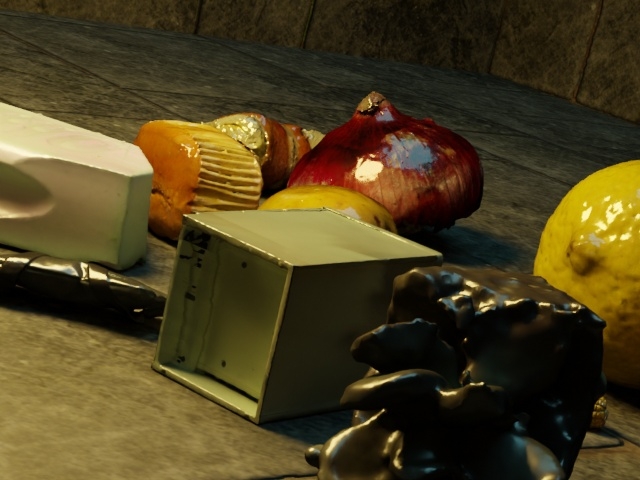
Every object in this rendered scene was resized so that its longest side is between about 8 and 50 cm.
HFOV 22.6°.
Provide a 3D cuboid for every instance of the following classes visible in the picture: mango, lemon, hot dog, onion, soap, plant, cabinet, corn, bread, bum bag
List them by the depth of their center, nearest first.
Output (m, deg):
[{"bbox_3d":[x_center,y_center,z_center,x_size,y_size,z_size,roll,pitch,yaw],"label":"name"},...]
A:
[{"bbox_3d":[0.119,0.117,1.239,0.199,0.188,0.276,16,13,16],"label":"plant"},{"bbox_3d":[-0.024,0.061,1.431,0.150,0.145,0.206,24,17,37],"label":"cabinet"},{"bbox_3d":[-0.235,0.045,1.514,0.198,0.049,0.087,13,-11,0],"label":"bum bag"},{"bbox_3d":[0.231,0.153,1.534,0.092,0.037,0.037,14,13,14],"label":"corn"},{"bbox_3d":[0.351,0.037,1.676,0.267,0.267,0.267,13,13,-3],"label":"lemon"},{"bbox_3d":[0.000,0.000,1.755,0.167,0.130,0.262,7,8,-7],"label":"mango"},{"bbox_3d":[-0.337,-0.074,1.755,0.347,0.115,0.208,18,14,19],"label":"soap"},{"bbox_3d":[-0.156,-0.069,1.874,0.114,0.132,0.190,7,11,-29],"label":"bread"},{"bbox_3d":[0.088,-0.103,2.131,0.272,0.195,0.272,-1,10,0],"label":"onion"},{"bbox_3d":[-0.084,-0.115,2.228,0.213,0.103,0.146,9,-12,-42],"label":"hot dog"}]
